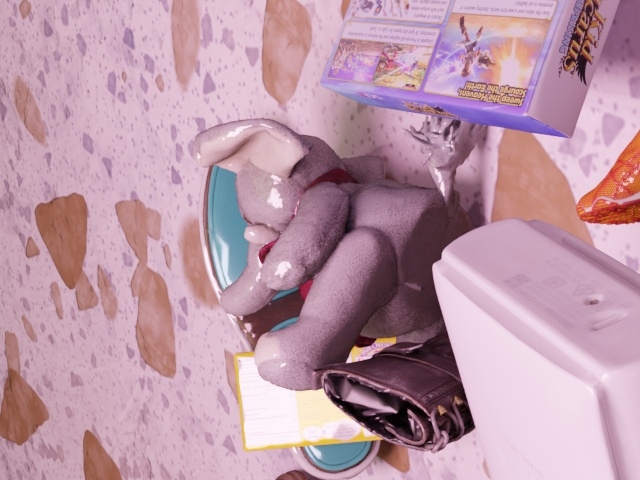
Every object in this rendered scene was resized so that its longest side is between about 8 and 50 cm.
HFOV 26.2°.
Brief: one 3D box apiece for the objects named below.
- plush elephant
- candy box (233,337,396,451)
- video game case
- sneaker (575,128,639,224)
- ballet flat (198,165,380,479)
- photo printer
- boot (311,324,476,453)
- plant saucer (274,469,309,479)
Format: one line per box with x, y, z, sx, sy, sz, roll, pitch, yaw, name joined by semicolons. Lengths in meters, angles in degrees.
0.000;0.000;1.331;0.255;0.272;0.330;15;86;40;plush elephant
0.015;0.159;1.433;0.205;0.027;0.105;-6;84;12;candy box
0.135;-0.221;1.139;0.269;0.061;0.244;18;87;53;video game case
0.270;-0.062;1.101;0.175;0.064;0.067;-38;50;48;sneaker
-0.039;0.075;1.535;0.139;0.139;0.400;-31;76;55;ballet flat
0.195;0.160;0.952;0.256;0.107;0.308;43;154;62;photo printer
0.152;0.131;1.149;0.263;0.229;0.091;13;111;37;boot
-0.054;0.412;1.637;0.278;0.041;0.278;-173;90;-74;plant saucer
